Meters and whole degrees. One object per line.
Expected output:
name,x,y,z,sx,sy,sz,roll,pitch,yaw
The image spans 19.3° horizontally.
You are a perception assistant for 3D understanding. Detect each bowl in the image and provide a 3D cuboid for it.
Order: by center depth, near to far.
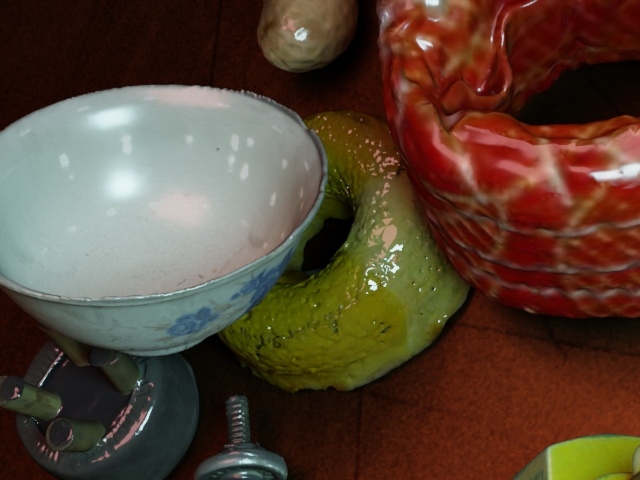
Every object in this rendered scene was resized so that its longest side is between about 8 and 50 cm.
bowl,-0.144,0.008,1.576,0.313,0.146,0.313,-3,35,2

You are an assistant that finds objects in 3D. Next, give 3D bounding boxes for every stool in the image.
stool,-0.204,0.119,1.682,0.153,0.139,0.228,-18,59,18

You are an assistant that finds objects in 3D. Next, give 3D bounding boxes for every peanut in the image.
peanut,-0.007,-0.263,1.804,0.086,0.104,0.227,-21,51,45

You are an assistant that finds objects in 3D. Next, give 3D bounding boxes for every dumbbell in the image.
dumbbell,-0.063,0.247,1.569,0.082,0.081,0.254,-18,57,21

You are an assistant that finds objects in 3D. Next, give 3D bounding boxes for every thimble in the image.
thimble,0.224,-0.123,1.485,0.350,0.230,0.350,-7,58,12

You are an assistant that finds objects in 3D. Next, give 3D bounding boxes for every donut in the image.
donut,0.000,0.000,1.655,0.272,0.107,0.272,-15,58,26

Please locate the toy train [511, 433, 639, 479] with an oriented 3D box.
toy train,0.222,0.221,1.228,0.150,0.369,0.237,3,69,-9
